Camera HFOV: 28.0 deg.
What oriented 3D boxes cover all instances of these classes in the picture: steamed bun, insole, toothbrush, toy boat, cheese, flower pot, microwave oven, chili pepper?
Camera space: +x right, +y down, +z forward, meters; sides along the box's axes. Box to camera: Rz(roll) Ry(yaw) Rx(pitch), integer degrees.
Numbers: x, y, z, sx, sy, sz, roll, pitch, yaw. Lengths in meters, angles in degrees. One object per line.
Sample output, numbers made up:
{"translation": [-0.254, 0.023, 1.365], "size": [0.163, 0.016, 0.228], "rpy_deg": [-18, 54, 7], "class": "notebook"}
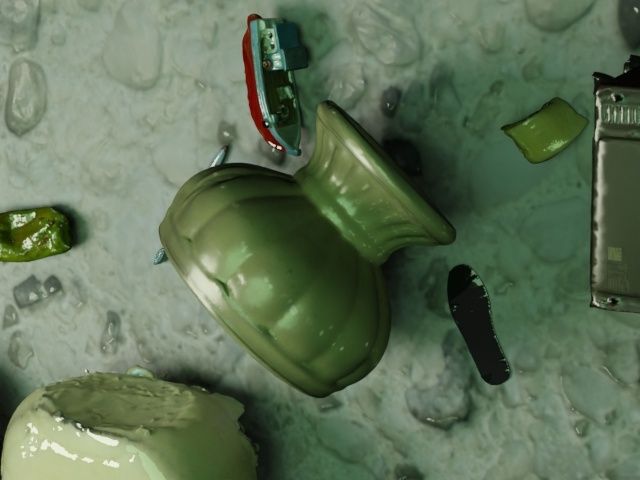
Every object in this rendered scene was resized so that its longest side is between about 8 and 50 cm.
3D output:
{"translation": [-0.231, 0.325, 1.646], "size": [0.334, 0.233, 0.311], "rpy_deg": [21, 113, 27], "class": "steamed bun"}
{"translation": [0.188, 0.101, 1.529], "size": [0.053, 0.002, 0.152], "rpy_deg": [-21, 94, 27], "class": "insole"}
{"translation": [-0.166, -0.043, 1.639], "size": [0.013, 0.019, 0.193], "rpy_deg": [38, 113, 11], "class": "toothbrush"}
{"translation": [-0.049, -0.184, 1.521], "size": [0.059, 0.069, 0.172], "rpy_deg": [-1, 100, 34], "class": "toy boat"}
{"translation": [0.249, -0.123, 1.421], "size": [0.084, 0.041, 0.060], "rpy_deg": [-36, 101, 18], "class": "cheese"}
{"translation": [0.000, 0.000, 1.437], "size": [0.244, 0.307, 0.307], "rpy_deg": [-43, 84, 9], "class": "flower pot"}
{"translation": [0.379, -0.056, 1.306], "size": [0.178, 0.188, 0.247], "rpy_deg": [7, 110, 28], "class": "microwave oven"}
{"translation": [-0.429, -0.003, 1.736], "size": [0.204, 0.073, 0.072], "rpy_deg": [-7, 83, 14], "class": "chili pepper"}

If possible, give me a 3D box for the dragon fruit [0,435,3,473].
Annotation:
{"translation": [-0.590, 0.292, 1.770], "size": [0.296, 0.295, 0.301], "rpy_deg": [-22, 113, 27], "class": "dragon fruit"}
